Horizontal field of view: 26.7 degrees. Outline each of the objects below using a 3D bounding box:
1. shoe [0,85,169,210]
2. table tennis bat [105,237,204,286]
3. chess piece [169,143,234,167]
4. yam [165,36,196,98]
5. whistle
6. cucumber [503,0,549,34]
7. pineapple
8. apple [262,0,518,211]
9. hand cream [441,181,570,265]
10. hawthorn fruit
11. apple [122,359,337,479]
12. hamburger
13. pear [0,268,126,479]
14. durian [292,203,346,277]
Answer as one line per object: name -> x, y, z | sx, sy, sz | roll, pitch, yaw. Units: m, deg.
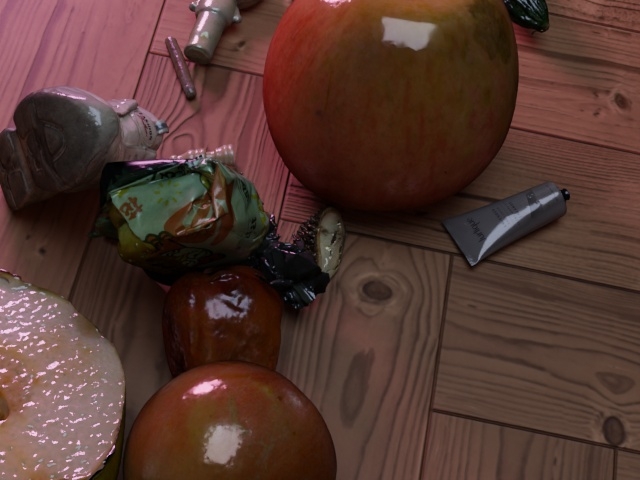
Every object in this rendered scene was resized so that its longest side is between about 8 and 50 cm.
shoe -> -0.294, -0.138, 1.777 | 0.211, 0.342, 0.132 | -19, 90, -28
table tennis bat -> -0.223, 0.008, 1.831 | 0.158, 0.014, 0.095 | 16, 100, 22
chess piece -> -0.171, -0.118, 1.938 | 0.092, 0.035, 0.035 | -5, 58, -7
yam -> -0.210, -0.260, 2.029 | 0.021, 0.021, 0.116 | -15, 60, -17
whistle -> -0.152, -0.382, 2.090 | 0.126, 0.067, 0.258 | 16, 59, 4
cucumber -> 0.286, -0.435, 2.160 | 0.077, 0.077, 0.265 | -14, 62, -16
pineapple -> -0.086, 0.001, 1.823 | 0.237, 0.111, 0.119 | 41, 32, 17
apple -> 0.103, -0.230, 1.872 | 0.364, 0.364, 0.363 | 4, 57, -6
hand cream -> 0.275, -0.032, 1.936 | 0.186, 0.054, 0.087 | -24, 59, -14
hawthorn fruit -> -0.120, 0.117, 1.718 | 0.174, 0.173, 0.179 | -16, 60, -17
apple -> -0.110, 0.270, 1.562 | 0.254, 0.253, 0.253 | 4, 57, -6
hamburger -> -0.189, -0.020, 1.691 | 0.235, 0.214, 0.125 | -16, 66, 8
pear -> -0.403, 0.223, 1.585 | 0.340, 0.191, 0.386 | -20, 50, -26
durian -> -0.004, 0.004, 1.887 | 0.066, 0.052, 0.130 | 35, 54, -31
